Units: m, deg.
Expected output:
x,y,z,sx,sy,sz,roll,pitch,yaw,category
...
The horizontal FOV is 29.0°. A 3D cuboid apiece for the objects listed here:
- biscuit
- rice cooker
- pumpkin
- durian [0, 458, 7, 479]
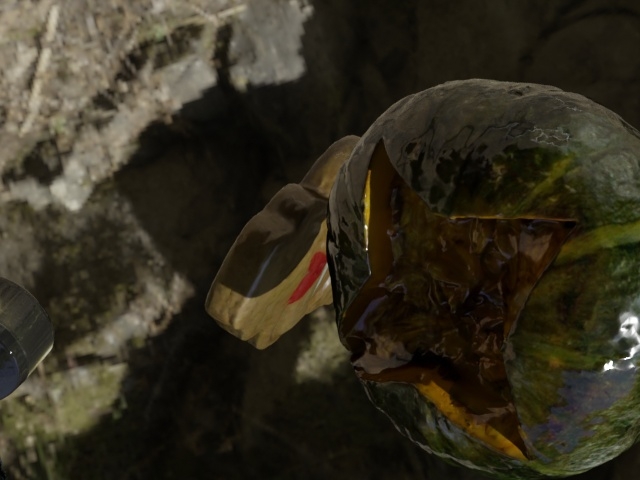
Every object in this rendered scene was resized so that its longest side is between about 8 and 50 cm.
x,y,z,sx,sy,sz,roll,pitch,yaw,category
-0.003,0.009,1.002,0.183,0.047,0.320,-53,169,-3,biscuit
-0.336,0.092,1.183,0.165,0.112,0.106,4,-143,33,rice cooker
0.112,0.020,0.722,0.159,0.238,0.238,-22,167,-48,pumpkin
-0.319,0.175,0.945,0.169,0.356,0.157,-15,-157,-2,durian
